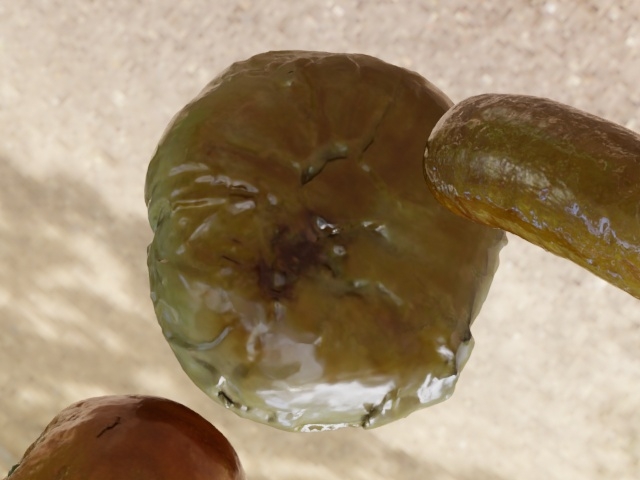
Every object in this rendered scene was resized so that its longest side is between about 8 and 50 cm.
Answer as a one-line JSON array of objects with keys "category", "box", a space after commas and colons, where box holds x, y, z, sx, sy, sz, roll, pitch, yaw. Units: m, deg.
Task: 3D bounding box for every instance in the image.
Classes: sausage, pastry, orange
[{"category": "sausage", "box": [0.163, -0.036, 1.126, 0.270, 0.109, 0.109, 29, 161, 53]}, {"category": "pastry", "box": [0.000, 0.000, 1.723, 0.409, 0.409, 0.245, 41, 158, -7]}, {"category": "orange", "box": [-0.192, 0.271, 1.495, 0.226, 0.284, 0.284, 46, 160, -4]}]
